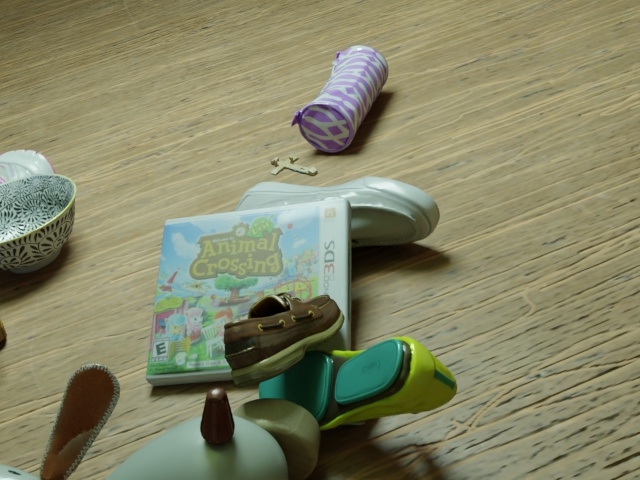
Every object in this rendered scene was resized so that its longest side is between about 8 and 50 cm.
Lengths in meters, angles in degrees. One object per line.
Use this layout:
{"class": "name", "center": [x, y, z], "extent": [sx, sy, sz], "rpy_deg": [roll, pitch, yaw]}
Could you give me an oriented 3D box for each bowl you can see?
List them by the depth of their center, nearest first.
{"class": "bowl", "center": [-0.386, -0.010, 1.205], "extent": [0.170, 0.080, 0.170], "rpy_deg": [-10, 34, 7]}

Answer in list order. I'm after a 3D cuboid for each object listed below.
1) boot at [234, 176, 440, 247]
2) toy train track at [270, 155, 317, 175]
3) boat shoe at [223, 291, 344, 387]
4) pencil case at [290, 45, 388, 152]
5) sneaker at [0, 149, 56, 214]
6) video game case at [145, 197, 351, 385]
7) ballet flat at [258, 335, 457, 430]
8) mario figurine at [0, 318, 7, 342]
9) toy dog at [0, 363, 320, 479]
{"class": "boot", "center": [0.000, 0.000, 1.048], "extent": [0.258, 0.095, 0.123], "rpy_deg": [0, 44, 32]}
{"class": "toy train track", "center": [-0.038, -0.105, 1.271], "extent": [0.083, 0.014, 0.048], "rpy_deg": [19, 46, 40]}
{"class": "boat shoe", "center": [-0.031, 0.074, 0.836], "extent": [0.064, 0.060, 0.178], "rpy_deg": [-21, 3, 27]}
{"class": "pencil case", "center": [0.034, -0.209, 1.329], "extent": [0.088, 0.086, 0.206], "rpy_deg": [27, 39, 0]}
{"class": "sneaker", "center": [-0.506, -0.071, 1.323], "extent": [0.252, 0.103, 0.111], "rpy_deg": [-1, 34, 21]}
{"class": "video game case", "center": [-0.072, 0.052, 0.971], "extent": [0.212, 0.023, 0.193], "rpy_deg": [-7, 59, 13]}
{"class": "ballet flat", "center": [0.031, 0.134, 0.817], "extent": [0.231, 0.077, 0.077], "rpy_deg": [-22, 51, 53]}
{"class": "mario figurine", "center": [-0.523, 0.098, 1.003], "extent": [0.320, 0.198, 0.170], "rpy_deg": [-21, 46, -18]}
{"class": "toy dog", "center": [-0.163, 0.188, 0.747], "extent": [0.333, 0.161, 0.220], "rpy_deg": [-17, 33, -4]}
